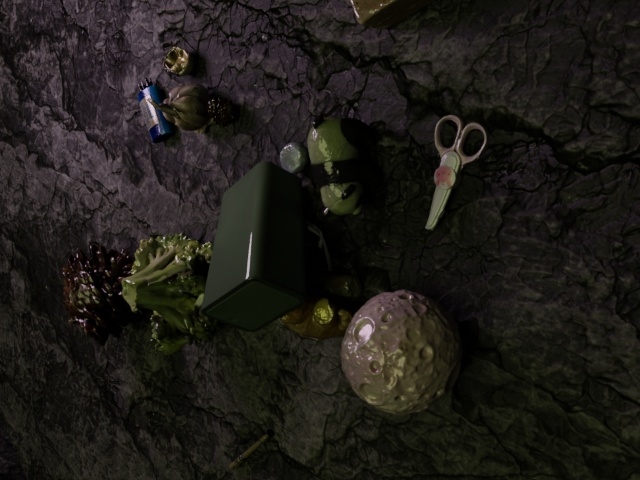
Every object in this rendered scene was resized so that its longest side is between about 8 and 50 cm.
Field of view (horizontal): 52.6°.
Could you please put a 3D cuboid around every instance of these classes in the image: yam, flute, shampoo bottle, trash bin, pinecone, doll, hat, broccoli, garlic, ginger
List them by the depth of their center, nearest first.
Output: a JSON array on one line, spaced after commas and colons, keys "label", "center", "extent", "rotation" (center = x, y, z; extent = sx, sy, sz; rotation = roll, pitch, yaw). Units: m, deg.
[{"label": "doll", "center": [0.042, -0.168, 1.457], "extent": [0.143, 0.135, 0.235], "rotation": [-5, 99, 41]}, {"label": "trash bin", "center": [-0.146, 0.012, 1.537], "extent": [0.223, 0.158, 0.344], "rotation": [-34, 41, 39]}, {"label": "ginger", "center": [-0.023, 0.179, 1.547], "extent": [0.216, 0.157, 0.102], "rotation": [12, 80, 5]}, {"label": "yam", "center": [-0.016, 0.109, 1.602], "extent": [0.252, 0.061, 0.061], "rotation": [0, 98, 38]}, {"label": "pinecone", "center": [-0.260, -0.341, 1.705], "extent": [0.083, 0.077, 0.077], "rotation": [34, 118, 36]}, {"label": "garlic", "center": [-0.382, -0.361, 1.732], "extent": [0.131, 0.194, 0.127], "rotation": [-20, 76, 45]}, {"label": "broccoli", "center": [-0.398, 0.117, 1.770], "extent": [0.293, 0.280, 0.348], "rotation": [-47, 70, 36]}, {"label": "hat", "center": [-0.383, -0.489, 1.788], "extent": [0.077, 0.059, 0.076], "rotation": [32, 101, 25]}, {"label": "flute", "center": [-0.203, 0.608, 1.871], "extent": [0.027, 0.027, 0.233], "rotation": [54, 127, 17]}, {"label": "shampoo bottle", "center": [-0.489, -0.383, 1.897], "extent": [0.087, 0.050, 0.183], "rotation": [-23, 84, 42]}, {"label": "pinecone", "center": [-0.674, 0.152, 2.029], "extent": [0.296, 0.242, 0.298], "rotation": [-49, 66, 24]}]

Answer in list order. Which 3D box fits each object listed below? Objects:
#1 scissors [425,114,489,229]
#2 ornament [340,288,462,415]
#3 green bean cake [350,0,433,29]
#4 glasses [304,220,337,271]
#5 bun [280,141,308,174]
[{"label": "scissors", "center": [0.264, -0.135, 1.345], "extent": [0.118, 0.030, 0.242], "rotation": [29, 113, 33]}, {"label": "ornament", "center": [0.174, 0.235, 1.343], "extent": [0.225, 0.259, 0.260], "rotation": [23, 112, 28]}, {"label": "green bean cake", "center": [0.156, -0.506, 1.311], "extent": [0.179, 0.109, 0.085], "rotation": [-21, 84, 40]}, {"label": "glasses", "center": [0.000, 0.000, 1.542], "extent": [0.140, 0.062, 0.104], "rotation": [63, 159, 14]}, {"label": "bun", "center": [-0.063, -0.202, 1.589], "extent": [0.083, 0.045, 0.083], "rotation": [12, 108, 39]}]
